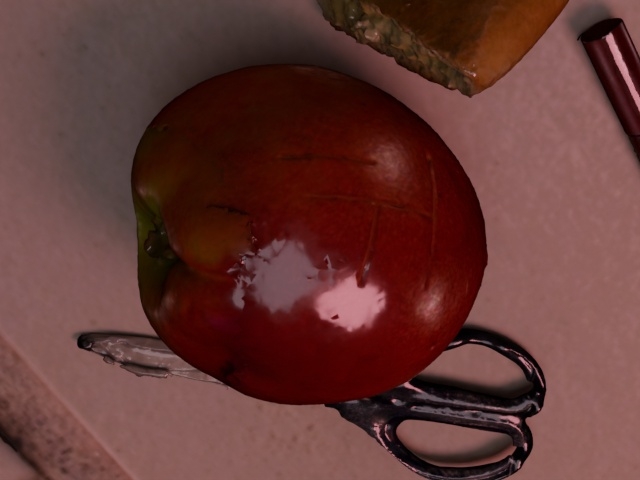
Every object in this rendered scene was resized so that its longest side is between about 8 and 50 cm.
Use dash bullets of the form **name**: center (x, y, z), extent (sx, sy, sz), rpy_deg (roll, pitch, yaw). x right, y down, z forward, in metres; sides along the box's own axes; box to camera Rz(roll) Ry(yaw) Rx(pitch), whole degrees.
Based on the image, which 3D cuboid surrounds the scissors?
- **scissors**: center (-0.008, 0.089, 0.749), extent (0.300, 0.022, 0.109), rpy_deg (10, 111, -1)

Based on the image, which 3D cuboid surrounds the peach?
- **peach**: center (0.000, 0.000, 0.628), extent (0.197, 0.197, 0.197), rpy_deg (1, 115, 2)

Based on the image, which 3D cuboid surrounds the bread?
- **bread**: center (0.068, -0.120, 0.588), extent (0.154, 0.136, 0.054), rpy_deg (-17, 130, 14)

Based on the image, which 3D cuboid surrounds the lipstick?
- **lipstick**: center (0.196, -0.046, 0.675), extent (0.027, 0.027, 0.176), rpy_deg (-26, 112, 14)
